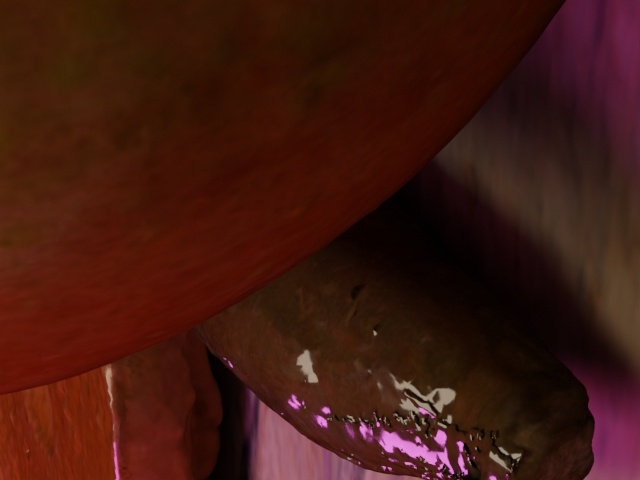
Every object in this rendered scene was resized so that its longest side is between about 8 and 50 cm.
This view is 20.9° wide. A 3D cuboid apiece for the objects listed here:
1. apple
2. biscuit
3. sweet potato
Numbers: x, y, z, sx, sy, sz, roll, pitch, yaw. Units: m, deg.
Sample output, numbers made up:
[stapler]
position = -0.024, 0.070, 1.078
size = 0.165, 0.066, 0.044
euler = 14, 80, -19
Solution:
[apple]
position = -0.089, -0.133, 0.435
size = 0.339, 0.340, 0.339
euler = 171, 90, -69
[biscuit]
position = -0.129, 0.097, 0.952
size = 0.350, 0.078, 0.455
euler = -142, 46, -56
[sweet potato]
position = -0.006, 0.003, 0.567
size = 0.286, 0.085, 0.112
euler = 55, 168, 50
